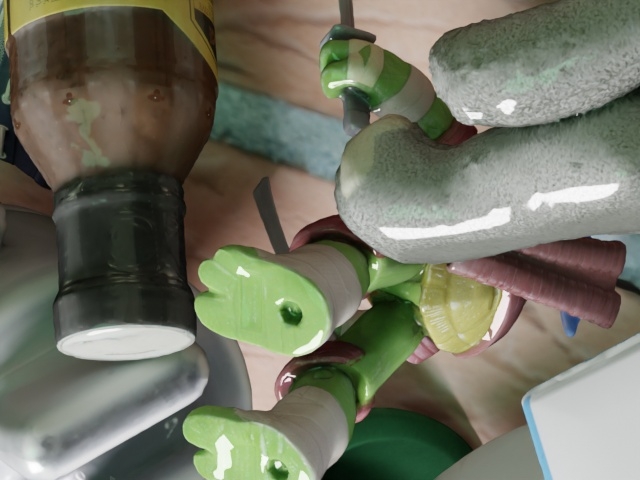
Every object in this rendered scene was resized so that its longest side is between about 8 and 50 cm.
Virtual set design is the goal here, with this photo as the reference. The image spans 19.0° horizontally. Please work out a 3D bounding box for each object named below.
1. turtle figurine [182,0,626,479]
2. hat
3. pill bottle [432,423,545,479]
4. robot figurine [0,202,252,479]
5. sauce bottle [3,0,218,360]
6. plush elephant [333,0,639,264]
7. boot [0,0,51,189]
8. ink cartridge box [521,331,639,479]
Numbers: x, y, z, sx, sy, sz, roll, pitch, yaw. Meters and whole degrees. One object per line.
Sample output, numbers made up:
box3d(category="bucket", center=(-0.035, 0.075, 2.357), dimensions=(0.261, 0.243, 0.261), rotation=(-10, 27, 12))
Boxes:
box3d(category="turtle figurine", center=(0.000, 0.000, 0.996), dimensions=(0.274, 0.266, 0.198), rotation=(47, 128, 3))
box3d(category="hat", center=(-0.018, 0.194, 1.190), dimensions=(0.183, 0.208, 0.173), rotation=(-12, 77, 56))
box3d(category="pill bottle", center=(0.192, 0.303, 1.056), dimensions=(0.224, 0.224, 0.392), rotation=(-35, 101, 36))
box3d(category="robot figurine", center=(-0.173, 0.088, 1.121), dimensions=(0.353, 0.200, 0.300), rotation=(19, 129, 60))
box3d(category="sauce bottle", center=(-0.109, -0.111, 0.984), dimensions=(0.111, 0.111, 0.344), rotation=(-14, 72, 32))
box3d(category="plush elephant", center=(0.185, -0.126, 0.840), dimensions=(0.330, 0.272, 0.255), rotation=(-27, 58, 57))
box3d(category="boot", center=(-0.161, -0.117, 1.145), dimensions=(0.086, 0.069, 0.190), rotation=(32, 133, 1))
box3d(category="ink cartridge box", center=(0.271, 0.130, 0.878), dimensions=(0.197, 0.270, 0.198), rotation=(-32, 64, 37))
